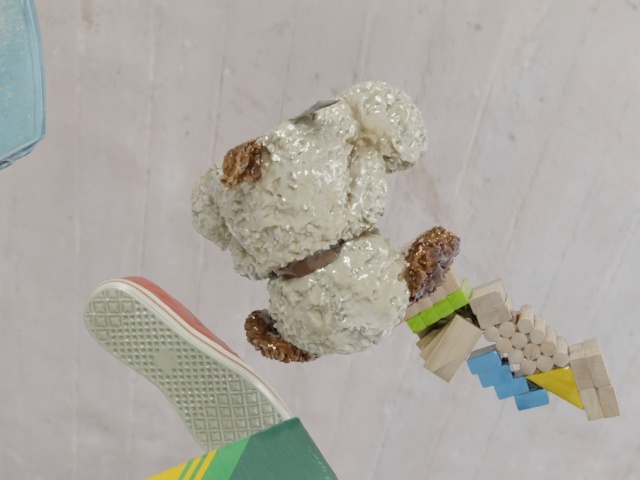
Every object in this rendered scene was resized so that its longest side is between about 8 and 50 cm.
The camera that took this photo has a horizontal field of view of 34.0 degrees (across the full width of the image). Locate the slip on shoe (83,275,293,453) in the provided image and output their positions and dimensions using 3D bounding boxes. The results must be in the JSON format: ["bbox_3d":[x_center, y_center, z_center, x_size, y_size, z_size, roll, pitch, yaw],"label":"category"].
[{"bbox_3d":[-0.149,0.163,1.302,0.331,0.101,0.123,43,105,-7],"label":"slip on shoe"}]

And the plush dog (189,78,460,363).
[{"bbox_3d":[0.000,0.000,0.983,0.262,0.210,0.225,-27,95,17],"label":"plush dog"}]

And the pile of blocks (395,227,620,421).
[{"bbox_3d":[0.222,0.121,1.361,0.362,0.112,0.149,35,104,6],"label":"pile of blocks"}]

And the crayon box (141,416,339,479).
[{"bbox_3d":[-0.153,0.263,0.841,0.203,0.323,0.083,-45,71,32],"label":"crayon box"}]

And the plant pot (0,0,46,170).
[{"bbox_3d":[-0.339,-0.145,0.783,0.248,0.247,0.252,-33,101,-22],"label":"plant pot"}]
